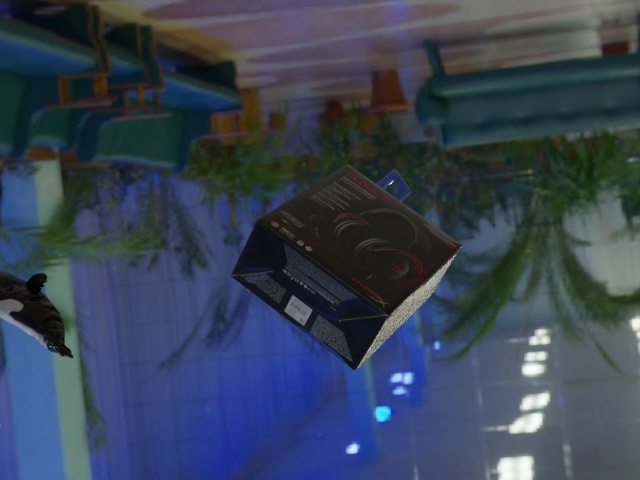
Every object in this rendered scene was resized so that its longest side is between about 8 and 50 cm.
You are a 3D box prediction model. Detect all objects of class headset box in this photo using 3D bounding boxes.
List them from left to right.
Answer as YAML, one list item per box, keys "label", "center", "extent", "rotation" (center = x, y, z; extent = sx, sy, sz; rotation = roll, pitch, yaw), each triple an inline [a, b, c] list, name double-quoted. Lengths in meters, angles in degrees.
- label: "headset box"
  center: [0.050, 0.022, 1.414]
  extent: [0.218, 0.110, 0.293]
  rotation: [37, -146, 13]

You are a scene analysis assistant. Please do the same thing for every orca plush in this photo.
- label: "orca plush"
  center: [-0.539, 0.106, 1.836]
  extent: [0.151, 0.102, 0.287]
  rotation: [20, -174, -38]

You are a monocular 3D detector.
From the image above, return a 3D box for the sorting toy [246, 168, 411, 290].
- label: "sorting toy"
  center: [0.000, 0.000, 1.691]
  extent: [0.347, 0.196, 0.047]
  rotation: [-30, 137, 22]
